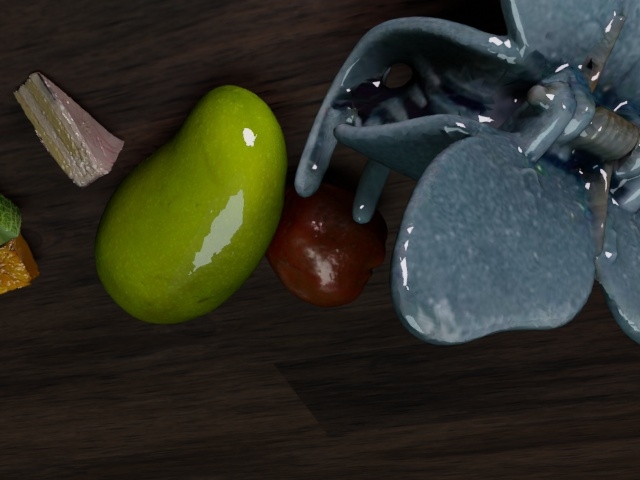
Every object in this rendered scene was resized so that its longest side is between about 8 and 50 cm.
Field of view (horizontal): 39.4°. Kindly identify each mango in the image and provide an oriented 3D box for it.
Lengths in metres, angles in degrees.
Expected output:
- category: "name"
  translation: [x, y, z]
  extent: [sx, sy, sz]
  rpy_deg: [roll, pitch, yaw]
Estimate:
- category: "mango"
  translation: [-0.129, -0.028, 0.921]
  extent: [0.143, 0.175, 0.293]
  rpy_deg: [-15, 151, -50]

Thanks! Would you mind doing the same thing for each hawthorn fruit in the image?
- category: "hawthorn fruit"
  translation: [0.000, 0.000, 0.965]
  extent: [0.138, 0.132, 0.133]
  rpy_deg: [34, 136, -12]

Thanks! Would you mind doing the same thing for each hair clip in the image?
- category: "hair clip"
  translation: [0.172, -0.078, 0.733]
  extent: [0.318, 0.392, 0.238]
  rpy_deg: [22, 168, -26]

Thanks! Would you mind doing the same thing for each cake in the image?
- category: "cake"
  translation: [-0.259, -0.119, 0.913]
  extent: [0.052, 0.065, 0.121]
  rpy_deg: [-22, 113, 30]

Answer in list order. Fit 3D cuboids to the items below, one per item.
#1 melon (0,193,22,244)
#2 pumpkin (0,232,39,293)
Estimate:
- category: "melon"
  translation: [-0.447, -0.037, 1.011]
  extent: [0.210, 0.064, 0.118]
  rpy_deg: [15, 141, -19]
- category: "pumpkin"
  translation: [-0.392, 0.025, 1.094]
  extent: [0.074, 0.054, 0.083]
  rpy_deg: [-14, 132, -3]
